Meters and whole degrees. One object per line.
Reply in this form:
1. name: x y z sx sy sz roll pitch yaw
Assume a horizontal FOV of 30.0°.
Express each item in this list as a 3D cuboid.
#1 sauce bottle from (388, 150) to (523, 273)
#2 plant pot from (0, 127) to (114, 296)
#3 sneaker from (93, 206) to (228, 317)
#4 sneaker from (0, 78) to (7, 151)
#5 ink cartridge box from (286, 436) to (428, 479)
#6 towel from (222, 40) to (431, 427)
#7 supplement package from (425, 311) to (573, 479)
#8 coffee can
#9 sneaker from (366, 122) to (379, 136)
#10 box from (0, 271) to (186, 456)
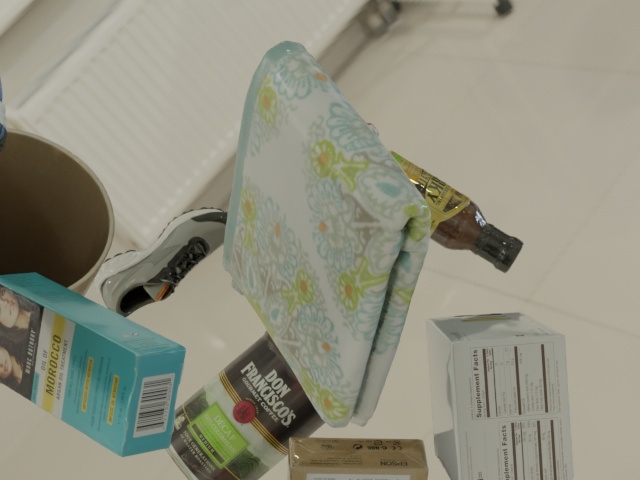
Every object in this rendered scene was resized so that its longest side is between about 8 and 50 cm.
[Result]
1. sauce bottle: 0.223 -0.056 2.269 0.111 0.344 0.111 -59 -3 -5
2. plant pot: -0.396 0.050 1.409 0.274 0.256 0.256 117 170 -47
3. sneaker: -0.255 0.042 2.045 0.271 0.100 0.108 -33 48 3
4. sneaker: -0.319 -0.099 0.810 0.080 0.211 0.081 115 155 -64
5. ink cartridge box: 0.057 0.436 2.035 0.234 0.193 0.088 1 28 -4
6. towel: 0.000 0.000 1.419 0.090 0.374 0.320 -15 48 -28
7. supplement package: 0.230 0.211 1.582 0.145 0.204 0.262 -5 3 -2
8. coffee can: -0.131 0.325 2.185 0.275 0.201 0.201 -41 32 1
9. sneaker: 0.052 -0.105 2.008 0.088 0.093 0.225 -39 21 53
10. box: -0.235 0.112 1.140 0.244 0.060 0.100 20 104 40
